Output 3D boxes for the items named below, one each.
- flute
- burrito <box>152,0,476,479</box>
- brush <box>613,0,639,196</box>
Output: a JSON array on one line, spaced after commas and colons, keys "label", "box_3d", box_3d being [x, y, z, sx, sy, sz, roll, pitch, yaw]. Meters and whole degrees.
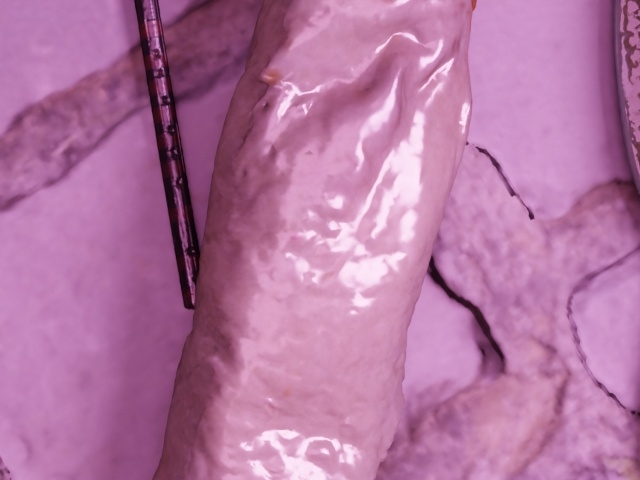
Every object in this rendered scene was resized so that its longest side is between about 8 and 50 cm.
[{"label": "flute", "box_3d": [-0.082, -0.097, 0.837, 0.014, 0.014, 0.269, -9, 92, -1]}, {"label": "burrito", "box_3d": [0.000, 0.000, 0.815, 0.117, 0.076, 0.392, 13, 93, -12]}, {"label": "brush", "box_3d": [0.185, -0.021, 0.825, 0.068, 0.060, 0.297, -4, 92, -4]}]
